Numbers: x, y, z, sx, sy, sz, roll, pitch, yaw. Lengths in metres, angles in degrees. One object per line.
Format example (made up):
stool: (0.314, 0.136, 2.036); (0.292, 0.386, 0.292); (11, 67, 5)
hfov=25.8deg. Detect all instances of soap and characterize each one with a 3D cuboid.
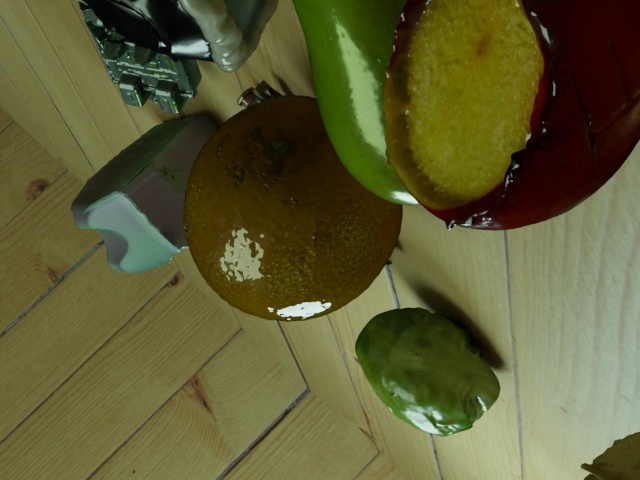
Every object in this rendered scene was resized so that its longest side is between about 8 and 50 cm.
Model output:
soap: (-0.268, -0.077, 2.316); (0.156, 0.261, 0.446); (52, 167, -13)

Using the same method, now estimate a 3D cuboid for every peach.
peach: (0.136, -0.115, 0.965); (0.190, 0.226, 0.196); (41, 167, 8)

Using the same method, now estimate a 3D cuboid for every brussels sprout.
brussels sprout: (0.146, 0.188, 2.022); (0.223, 0.161, 0.223); (37, 160, 15)

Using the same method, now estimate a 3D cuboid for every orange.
orange: (-0.034, -0.037, 1.665); (0.274, 0.274, 0.274); (43, 167, 12)

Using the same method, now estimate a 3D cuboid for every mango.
mango: (0.057, -0.163, 1.291); (0.293, 0.143, 0.175); (64, 167, -26)

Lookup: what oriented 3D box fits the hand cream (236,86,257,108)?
hand cream: (-0.029, -0.126, 1.881); (0.210, 0.067, 0.043); (45, -152, 9)

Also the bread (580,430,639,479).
bread: (0.448, 0.330, 1.615); (0.185, 0.114, 0.274); (51, 165, -24)

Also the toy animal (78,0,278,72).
toy animal: (-0.139, -0.286, 1.412); (0.208, 0.204, 0.156); (27, 152, 1)

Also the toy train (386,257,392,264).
toy train: (0.000, 0.000, 1.999); (0.177, 0.134, 0.261); (54, 167, 4)

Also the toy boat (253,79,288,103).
toy boat: (-0.028, -0.148, 1.809); (0.149, 0.047, 0.049); (43, 154, -1)

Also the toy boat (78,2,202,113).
toy boat: (-0.265, -0.307, 1.928); (0.141, 0.092, 0.320); (12, 146, 22)

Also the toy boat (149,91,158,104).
toy boat: (-0.248, -0.269, 2.123); (0.084, 0.066, 0.210); (35, 157, -7)
